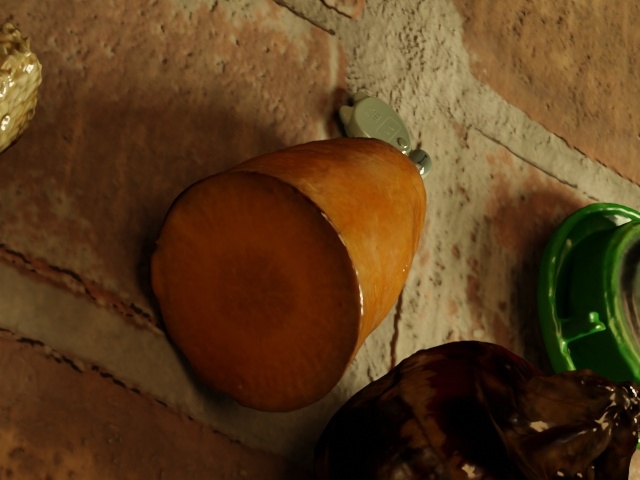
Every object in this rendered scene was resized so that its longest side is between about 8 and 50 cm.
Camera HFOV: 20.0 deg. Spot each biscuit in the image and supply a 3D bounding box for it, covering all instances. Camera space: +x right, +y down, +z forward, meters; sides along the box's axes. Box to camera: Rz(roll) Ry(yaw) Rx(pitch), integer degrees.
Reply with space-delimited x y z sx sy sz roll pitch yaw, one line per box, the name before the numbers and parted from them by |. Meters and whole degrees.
biscuit | -0.236 -0.070 1.086 0.070 0.082 0.168 40 45 11

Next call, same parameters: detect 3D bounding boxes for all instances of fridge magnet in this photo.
fridge magnet | 0.256 0.067 1.463 0.208 0.088 0.208 19 60 -36

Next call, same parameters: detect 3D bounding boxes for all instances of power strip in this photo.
power strip | 0.047 -0.074 1.382 0.083 0.035 0.055 44 47 -2

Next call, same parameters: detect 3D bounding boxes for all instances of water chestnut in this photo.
water chestnut | 0.110 0.164 1.194 0.224 0.238 0.223 39 24 -21

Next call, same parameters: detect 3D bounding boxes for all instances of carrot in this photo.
carrot | 0.000 0.000 1.241 0.159 0.159 0.225 60 32 -5
